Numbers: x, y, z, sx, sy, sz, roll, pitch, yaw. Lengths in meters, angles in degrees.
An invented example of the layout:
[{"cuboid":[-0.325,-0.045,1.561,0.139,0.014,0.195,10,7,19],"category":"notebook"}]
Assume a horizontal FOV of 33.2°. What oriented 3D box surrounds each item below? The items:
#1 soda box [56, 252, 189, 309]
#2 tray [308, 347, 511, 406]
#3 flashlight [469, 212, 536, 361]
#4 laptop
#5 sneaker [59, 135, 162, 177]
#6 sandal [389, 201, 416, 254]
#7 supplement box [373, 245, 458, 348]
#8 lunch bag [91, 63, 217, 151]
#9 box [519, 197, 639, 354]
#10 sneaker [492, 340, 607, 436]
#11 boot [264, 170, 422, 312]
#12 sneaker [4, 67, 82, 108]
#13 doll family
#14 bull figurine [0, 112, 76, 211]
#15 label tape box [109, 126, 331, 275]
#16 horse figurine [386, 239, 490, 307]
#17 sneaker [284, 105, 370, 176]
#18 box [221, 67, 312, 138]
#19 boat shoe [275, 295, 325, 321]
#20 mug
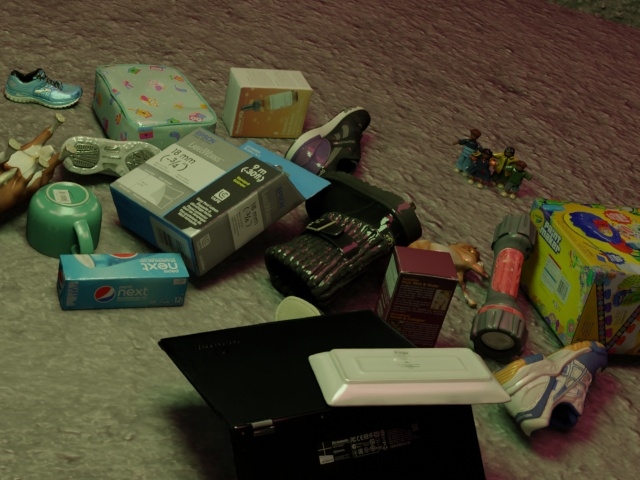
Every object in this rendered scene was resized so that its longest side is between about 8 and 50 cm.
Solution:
[{"cuboid":[-0.336,0.068,1.822,0.210,0.067,0.071,0,36,-23],"category":"soda box"},{"cuboid":[0.127,0.189,1.545,0.270,0.030,0.145,1,21,-14],"category":"tray"},{"cuboid":[0.348,0.077,1.988,0.103,0.103,0.304,-5,45,27],"category":"flashlight"},{"cuboid":[0.009,0.302,1.568,0.381,0.236,0.408,-6,81,-29],"category":"laptop"},{"cuboid":[-0.405,-0.166,2.126,0.232,0.090,0.115,13,7,-24],"category":"sneaker"},{"cuboid":[0.155,-0.011,2.128,0.060,0.090,0.219,51,19,-11],"category":"sandal"},{"cuboid":[0.157,0.111,1.847,0.104,0.188,0.081,8,33,-11],"category":"supplement box"},{"cuboid":[-0.349,-0.271,2.282,0.224,0.108,0.279,-4,38,-32],"category":"lunch bag"},{"cuboid":[0.564,0.069,2.065,0.279,0.177,0.290,4,28,-17],"category":"box"},{"cuboid":[0.406,0.257,1.837,0.296,0.112,0.131,-9,68,-43],"category":"sneaker"},{"cuboid":[-0.001,-0.003,2.011,0.260,0.131,0.348,-36,24,-18],"category":"boot"},{"cuboid":[-0.591,-0.330,2.300,0.162,0.073,0.063,4,34,-17],"category":"sneaker"},{"cuboid":[0.388,-0.179,2.441,0.193,0.111,0.076,18,33,4],"category":"doll family"},{"cuboid":[-0.550,-0.112,1.915,0.101,0.188,0.310,47,24,-12],"category":"bull figurine"},{"cuboid":[-0.183,-0.105,1.991,0.240,0.106,0.333,30,54,35],"category":"label tape box"},{"cuboid":[0.231,0.055,2.075,0.263,0.066,0.174,2,43,-25],"category":"horse figurine"},{"cuboid":[0.045,-0.197,2.366,0.124,0.107,0.283,42,43,12],"category":"sneaker"},{"cuboid":[-0.122,-0.307,2.406,0.170,0.130,0.091,-2,37,-23],"category":"box"},{"cuboid":[0.007,0.175,1.815,0.233,0.084,0.079,36,0,39],"category":"boat shoe"},{"cuboid":[-0.443,-0.039,1.907,0.157,0.097,0.129,23,34,13],"category":"mug"}]
